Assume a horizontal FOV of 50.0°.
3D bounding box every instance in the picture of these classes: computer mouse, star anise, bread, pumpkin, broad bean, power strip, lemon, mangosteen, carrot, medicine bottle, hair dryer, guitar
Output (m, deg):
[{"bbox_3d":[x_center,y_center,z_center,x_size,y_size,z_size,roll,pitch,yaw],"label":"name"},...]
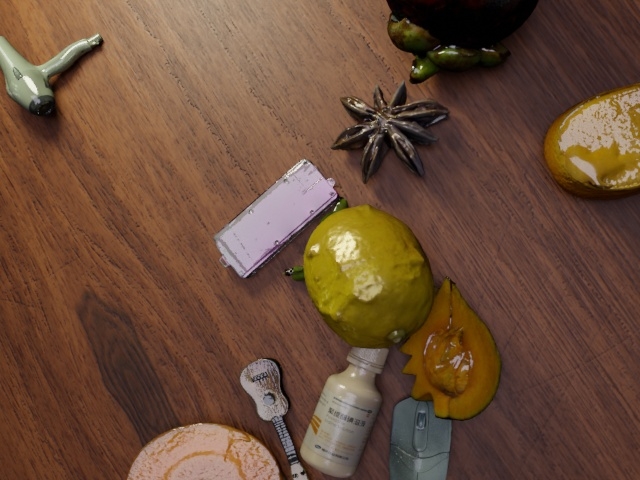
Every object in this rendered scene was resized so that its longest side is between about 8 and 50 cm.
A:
[{"bbox_3d":[0.185,0.391,1.276,0.113,0.068,0.229,4,86,9],"label":"computer mouse"},{"bbox_3d":[0.135,-0.213,1.324,0.236,0.093,0.229,-28,75,4],"label":"star anise"},{"bbox_3d":[0.539,-0.177,1.220,0.270,0.143,0.195,-18,85,10],"label":"bread"},{"bbox_3d":[0.239,0.213,1.278,0.130,0.149,0.254,-24,58,49],"label":"pumpkin"},{"bbox_3d":[0.005,0.007,1.349,0.061,0.046,0.195,38,94,8],"label":"broad bean"},{"bbox_3d":[-0.090,-0.044,1.373,0.279,0.037,0.109,-41,80,5],"label":"power strip"},{"bbox_3d":[0.084,0.063,1.232,0.233,0.233,0.288,-25,57,7],"label":"lemon"},{"bbox_3d":[0.247,-0.462,1.230,0.311,0.311,0.311,-1,86,10],"label":"mangosteen"},{"bbox_3d":[-0.219,0.484,1.336,0.307,0.100,0.258,-6,83,2],"label":"carrot"},{"bbox_3d":[0.055,0.305,1.283,0.114,0.114,0.252,22,89,11],"label":"medicine bottle"},{"bbox_3d":[-0.616,-0.398,1.483,0.219,0.088,0.225,29,78,15],"label":"hair dryer"},{"bbox_3d":[-0.076,0.361,1.338,0.084,0.038,0.271,-25,79,8],"label":"guitar"}]
